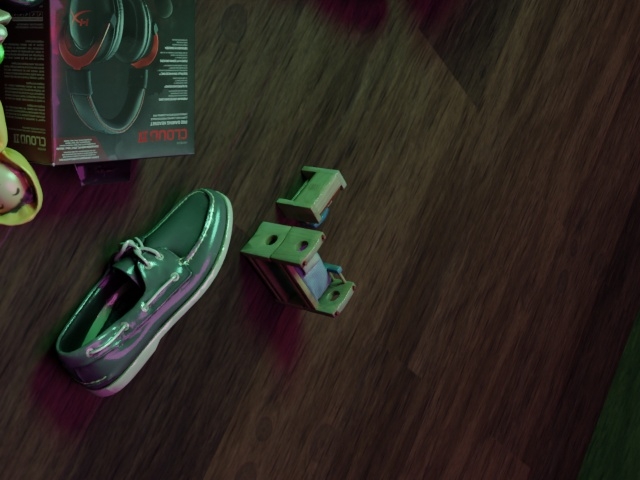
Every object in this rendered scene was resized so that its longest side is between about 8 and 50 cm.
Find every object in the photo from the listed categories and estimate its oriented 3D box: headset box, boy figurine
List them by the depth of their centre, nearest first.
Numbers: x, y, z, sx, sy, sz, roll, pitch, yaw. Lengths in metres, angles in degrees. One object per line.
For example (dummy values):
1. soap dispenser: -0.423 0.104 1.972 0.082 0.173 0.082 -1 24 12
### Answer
1. boy figurine: -0.413 -0.109 1.062 0.177 0.092 0.285 -44 128 -6
2. headset box: -0.264 -0.214 1.202 0.218 0.110 0.293 -10 106 -48

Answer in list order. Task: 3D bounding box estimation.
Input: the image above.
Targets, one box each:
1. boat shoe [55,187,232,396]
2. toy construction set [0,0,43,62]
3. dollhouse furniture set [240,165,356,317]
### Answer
1. boat shoe: -0.228 0.050 1.303 0.319 0.116 0.099 -57 139 -16
2. toy construction set: -0.405 -0.310 0.970 0.309 0.237 0.257 37 57 -17
3. dollhouse furniture set: 0.000 0.000 1.538 0.183 0.129 0.129 -55 134 -26
